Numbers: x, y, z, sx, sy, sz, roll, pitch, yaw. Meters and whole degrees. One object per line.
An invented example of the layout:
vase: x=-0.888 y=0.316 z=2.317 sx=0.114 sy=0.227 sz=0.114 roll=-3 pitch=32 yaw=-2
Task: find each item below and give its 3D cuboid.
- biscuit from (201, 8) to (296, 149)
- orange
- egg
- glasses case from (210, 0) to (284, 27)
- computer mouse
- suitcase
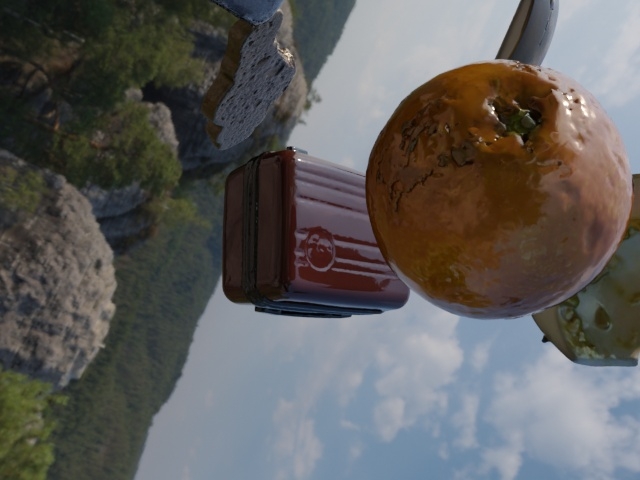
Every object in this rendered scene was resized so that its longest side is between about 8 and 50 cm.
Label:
biscuit: x=-0.111 y=-0.256 z=0.924 sx=0.183 sy=0.047 sz=0.320 roll=-43 pitch=174 yaw=-15
orange: x=0.165 y=-0.047 z=0.567 sx=0.246 sy=0.246 sz=0.246 roll=-61 pitch=-169 yaw=21
egg: x=0.412 y=0.040 z=0.811 sx=0.271 sy=0.161 sz=0.206 roll=-52 pitch=-133 yaw=14
glasses case: x=-0.104 y=-0.285 z=0.543 sx=0.109 sy=0.067 sz=0.282 roll=-63 pitch=160 yaw=13
computer mouse: x=0.399 y=-0.386 z=1.134 sx=0.056 sy=0.126 sz=0.245 roll=30 pitch=-77 yaw=37
suitcase: x=0.000 y=0.000 z=0.908 sx=0.161 sy=0.297 sz=0.236 roll=-11 pitch=-106 yaw=44
